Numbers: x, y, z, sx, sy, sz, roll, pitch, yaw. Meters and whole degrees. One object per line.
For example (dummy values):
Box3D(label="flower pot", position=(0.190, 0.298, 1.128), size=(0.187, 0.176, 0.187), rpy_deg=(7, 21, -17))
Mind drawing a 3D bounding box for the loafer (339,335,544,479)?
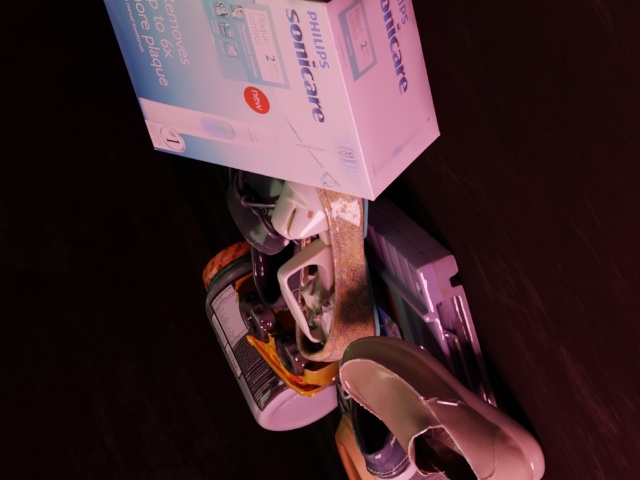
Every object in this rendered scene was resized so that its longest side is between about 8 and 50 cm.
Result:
Box3D(label="loafer", position=(0.116, 0.195, 1.565), size=(0.268, 0.092, 0.102), rpy_deg=(29, 138, 31))

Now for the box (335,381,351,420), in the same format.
Box3D(label="box", position=(0.112, 0.372, 2.323), size=(0.293, 0.073, 0.296), rpy_deg=(83, 162, -56))

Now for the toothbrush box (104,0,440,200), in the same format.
Box3D(label="toothbrush box", position=(-0.050, -0.182, 1.405), size=(0.295, 0.126, 0.216), rpy_deg=(15, 135, 35))

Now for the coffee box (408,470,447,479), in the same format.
Box3D(label="coffee box", position=(0.147, 0.323, 1.933), size=(0.141, 0.098, 0.246), rpy_deg=(76, 167, -45))

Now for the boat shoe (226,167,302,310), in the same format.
Box3D(label="boat shoe", position=(-0.045, -0.063, 1.957), size=(0.500, 0.156, 0.187), rpy_deg=(84, 163, -55))

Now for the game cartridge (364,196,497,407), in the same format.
Box3D(label="game cartridge", position=(0.137, 0.140, 1.708), size=(0.230, 0.068, 0.355), rpy_deg=(39, 150, 63))

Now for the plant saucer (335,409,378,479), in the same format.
Box3D(label="plant saucer", position=(0.068, 0.331, 1.975), size=(0.200, 0.037, 0.200), rpy_deg=(156, 90, -82))

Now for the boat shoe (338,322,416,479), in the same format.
Box3D(label="boat shoe", position=(0.076, 0.201, 1.893), size=(0.079, 0.095, 0.255), rpy_deg=(53, -152, -41))

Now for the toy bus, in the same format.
Box3D(label="toy bus", position=(-0.022, 0.165, 2.221), size=(0.220, 0.149, 0.211), rpy_deg=(45, 150, 36))

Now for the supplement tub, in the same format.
Box3D(label="supplement tub", position=(-0.084, 0.163, 2.569), size=(0.194, 0.193, 0.316), rpy_deg=(84, 162, -59))

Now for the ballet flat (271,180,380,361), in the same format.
Box3D(label="ballet flat", position=(0.000, 0.000, 1.674), size=(0.123, 0.123, 0.349), rpy_deg=(-125, 24, -53))
